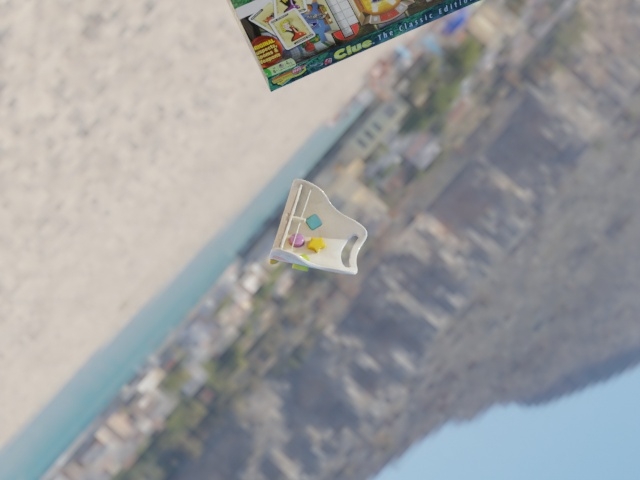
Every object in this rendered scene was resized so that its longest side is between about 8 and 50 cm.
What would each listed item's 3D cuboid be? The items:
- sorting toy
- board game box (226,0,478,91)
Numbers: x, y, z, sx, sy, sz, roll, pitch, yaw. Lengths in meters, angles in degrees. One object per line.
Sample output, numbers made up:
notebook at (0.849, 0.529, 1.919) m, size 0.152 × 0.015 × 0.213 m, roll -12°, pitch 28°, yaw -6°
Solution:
sorting toy at (0.000, 0.000, 1.565) m, size 0.045 × 0.075 × 0.083 m, roll 108°, pitch 0°, yaw -51°
board game box at (0.046, -0.245, 1.710) m, size 0.260 × 0.136 × 0.030 m, roll -24°, pitch 148°, yaw -3°
